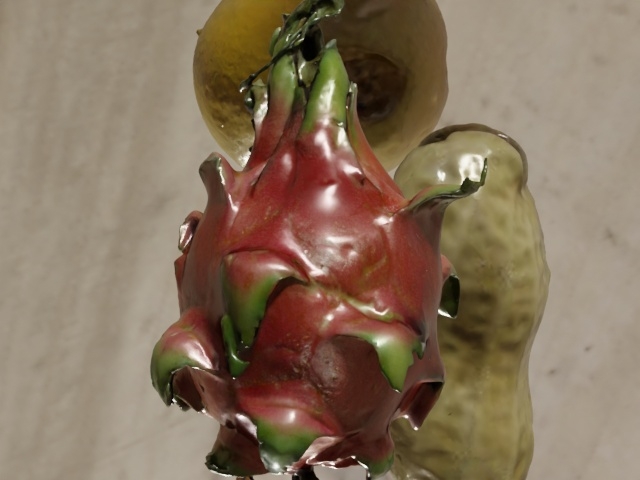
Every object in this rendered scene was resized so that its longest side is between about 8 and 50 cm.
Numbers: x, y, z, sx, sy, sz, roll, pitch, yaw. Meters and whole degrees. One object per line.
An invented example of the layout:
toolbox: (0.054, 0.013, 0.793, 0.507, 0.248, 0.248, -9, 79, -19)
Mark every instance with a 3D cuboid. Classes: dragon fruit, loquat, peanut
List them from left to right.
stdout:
loquat: (0.002, -0.139, 1.342, 0.213, 0.213, 0.213, 20, -60, 40)
dragon fruit: (0.003, 0.001, 0.768, 0.137, 0.135, 0.235, 14, -95, 2)
peanut: (0.095, 0.061, 1.160, 0.130, 0.130, 0.290, 19, -69, 40)

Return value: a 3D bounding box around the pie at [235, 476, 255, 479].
pie: (-0.011, 0.266, 1.278, 0.033, 0.088, 0.191, -21, -61, 37)
